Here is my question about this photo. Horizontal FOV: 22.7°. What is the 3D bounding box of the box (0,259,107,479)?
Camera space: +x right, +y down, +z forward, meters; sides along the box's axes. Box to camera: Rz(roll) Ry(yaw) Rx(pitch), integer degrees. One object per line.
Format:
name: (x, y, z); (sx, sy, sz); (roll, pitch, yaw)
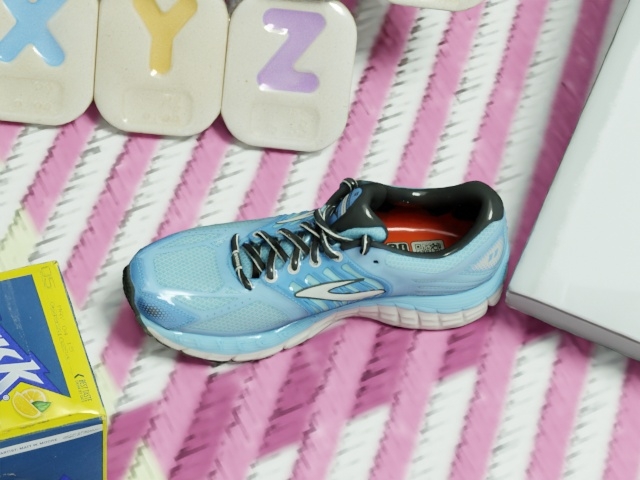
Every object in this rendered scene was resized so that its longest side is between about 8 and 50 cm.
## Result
box: (-0.101, 0.080, 0.514); (0.054, 0.169, 0.059); (-13, 57, -16)

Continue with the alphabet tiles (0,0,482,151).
alphabet tiles: (-0.059, -0.179, 0.667); (0.284, 0.278, 0.021); (6, 14, -3)

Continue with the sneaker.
sneaker: (0.000, 0.000, 0.641); (0.162, 0.073, 0.063); (-9, 57, -13)

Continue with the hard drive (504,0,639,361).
hard drive: (0.230, -0.076, 0.669); (0.203, 0.040, 0.308); (22, 79, 9)
